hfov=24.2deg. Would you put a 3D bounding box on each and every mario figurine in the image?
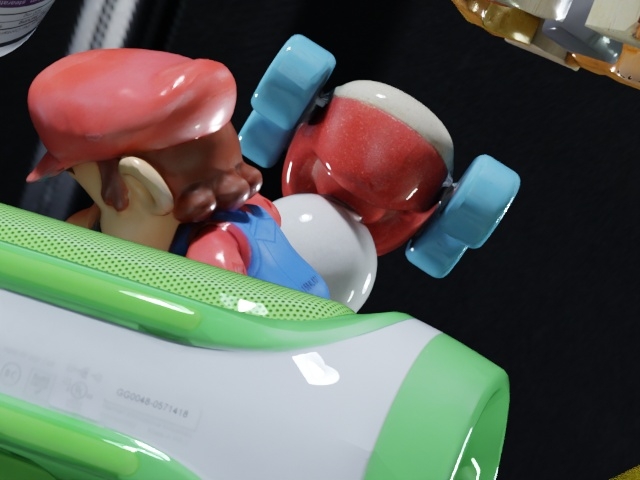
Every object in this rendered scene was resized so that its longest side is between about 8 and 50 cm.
[{"bbox_3d":[-0.074,0.030,0.902,0.170,0.198,0.320,-37,-88,-16],"label":"mario figurine"}]

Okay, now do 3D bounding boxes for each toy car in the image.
[{"bbox_3d":[0.000,0.000,1.223,0.219,0.210,0.238,33,-108,-1],"label":"toy car"}]

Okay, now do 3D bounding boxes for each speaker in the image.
[{"bbox_3d":[-0.093,0.053,0.507,0.296,0.131,0.131,16,-71,16],"label":"speaker"}]

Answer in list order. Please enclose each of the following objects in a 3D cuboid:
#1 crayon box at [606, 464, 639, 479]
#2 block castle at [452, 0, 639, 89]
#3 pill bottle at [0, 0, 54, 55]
[{"bbox_3d":[0.258,0.314,0.920,0.363,0.313,0.106,48,-40,35],"label":"crayon box"},{"bbox_3d":[0.233,-0.172,0.759,0.453,0.303,0.213,28,-81,42],"label":"block castle"},{"bbox_3d":[-0.256,-0.257,1.109,0.181,0.181,0.323,52,-47,5],"label":"pill bottle"}]
